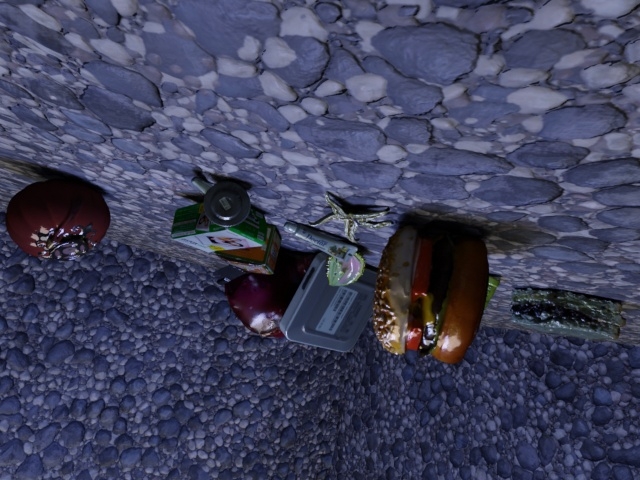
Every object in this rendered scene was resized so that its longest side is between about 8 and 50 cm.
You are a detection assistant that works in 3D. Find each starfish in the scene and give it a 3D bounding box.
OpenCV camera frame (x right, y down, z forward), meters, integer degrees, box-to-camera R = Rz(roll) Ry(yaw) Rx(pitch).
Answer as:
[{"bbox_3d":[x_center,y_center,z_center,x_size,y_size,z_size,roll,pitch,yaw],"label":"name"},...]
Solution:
[{"bbox_3d":[0.068,-0.057,1.120,0.223,0.050,0.217,-6,155,26],"label":"starfish"}]

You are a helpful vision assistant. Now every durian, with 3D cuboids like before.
[{"bbox_3d":[0.082,0.068,1.582,0.137,0.095,0.220,-7,146,-6],"label":"durian"}]

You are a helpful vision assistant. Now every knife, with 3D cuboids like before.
[{"bbox_3d":[-0.348,0.125,1.700,0.072,0.019,0.245,30,152,-20],"label":"knife"}]

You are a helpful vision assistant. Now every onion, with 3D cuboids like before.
[{"bbox_3d":[-0.166,0.171,1.913,0.420,0.398,0.398,-35,157,6],"label":"onion"}]

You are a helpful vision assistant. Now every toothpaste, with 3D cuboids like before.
[{"bbox_3d":[0.000,0.000,1.440,0.255,0.067,0.037,25,-158,-24],"label":"toothpaste"}]

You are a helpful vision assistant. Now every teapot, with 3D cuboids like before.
[{"bbox_3d":[-0.245,-0.093,1.149,0.149,0.111,0.108,8,-177,-4],"label":"teapot"}]

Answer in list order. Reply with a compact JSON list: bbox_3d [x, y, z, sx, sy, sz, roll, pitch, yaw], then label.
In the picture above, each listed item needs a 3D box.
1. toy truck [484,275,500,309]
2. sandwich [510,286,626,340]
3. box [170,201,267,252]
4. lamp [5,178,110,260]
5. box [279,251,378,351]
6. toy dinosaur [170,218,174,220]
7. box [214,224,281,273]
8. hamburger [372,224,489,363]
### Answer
[{"bbox_3d":[0.479,0.198,1.544,0.210,0.187,0.148,7,172,26],"label":"toy truck"},{"bbox_3d":[0.819,0.255,1.594,0.325,0.131,0.262,12,170,11],"label":"sandwich"},{"bbox_3d":[-0.299,-0.039,1.369,0.250,0.103,0.180,-10,158,31],"label":"box"},{"bbox_3d":[-0.850,-0.067,1.515,0.303,0.257,0.303,-23,158,-10],"label":"lamp"},{"bbox_3d":[0.063,0.254,1.833,0.373,0.367,0.090,22,-169,-36],"label":"box"},{"bbox_3d":[-0.446,-0.048,1.702,0.212,0.057,0.142,15,157,-19],"label":"toy dinosaur"},{"bbox_3d":[-0.242,0.023,1.582,0.177,0.148,0.195,13,168,4],"label":"box"},{"bbox_3d":[0.258,0.131,1.146,0.250,0.330,0.330,13,169,9],"label":"hamburger"}]
